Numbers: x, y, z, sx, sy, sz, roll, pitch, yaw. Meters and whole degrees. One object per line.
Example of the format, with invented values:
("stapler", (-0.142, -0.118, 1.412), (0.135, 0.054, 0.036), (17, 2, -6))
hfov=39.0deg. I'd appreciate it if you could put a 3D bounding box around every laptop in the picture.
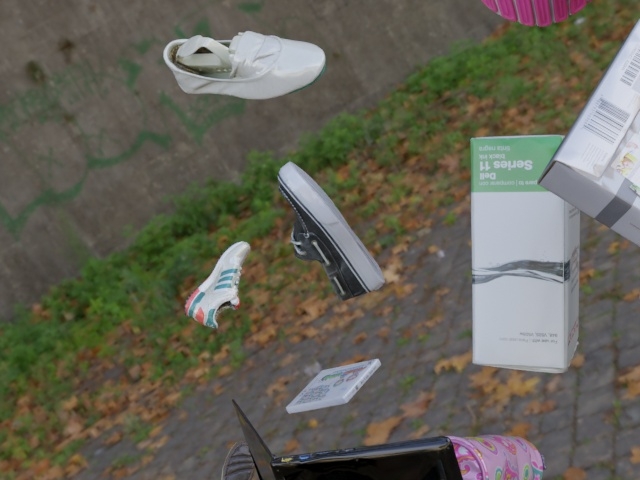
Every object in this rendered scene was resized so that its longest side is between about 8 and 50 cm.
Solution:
("laptop", (0.063, 0.436, 1.394), (0.408, 0.381, 0.236), (-12, 16, 19))

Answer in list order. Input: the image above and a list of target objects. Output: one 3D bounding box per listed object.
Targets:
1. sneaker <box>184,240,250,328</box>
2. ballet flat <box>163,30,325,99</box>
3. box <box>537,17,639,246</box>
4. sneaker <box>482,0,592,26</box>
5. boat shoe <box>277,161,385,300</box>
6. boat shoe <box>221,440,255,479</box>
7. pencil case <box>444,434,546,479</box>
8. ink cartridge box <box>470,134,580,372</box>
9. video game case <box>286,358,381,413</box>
("sneaker", (-0.153, 0.078, 1.511), (0.161, 0.075, 0.057), (-52, -16, -20))
("ballet flat", (-0.176, -0.368, 1.860), (0.400, 0.139, 0.139), (6, 34, 39))
("box", (0.262, -0.048, 0.611), (0.145, 0.186, 0.038), (-55, -8, -24))
("sneaker", (0.314, -0.350, 1.139), (0.252, 0.103, 0.111), (-12, 45, -3))
("boat shoe", (0.000, 0.000, 1.750), (0.119, 0.335, 0.121), (-33, 28, 7))
("boat shoe", (-0.184, 0.528, 1.949), (0.072, 0.068, 0.189), (113, 169, -73))
("pencil case", (0.264, 0.372, 1.446), (0.124, 0.124, 0.284), (-24, -23, 26))
("ink cartridge box", (0.197, 0.006, 0.854), (0.087, 0.208, 0.153), (0, 5, 20))
("video game case", (0.026, 0.290, 1.803), (0.157, 0.019, 0.143), (-18, 13, 40))
